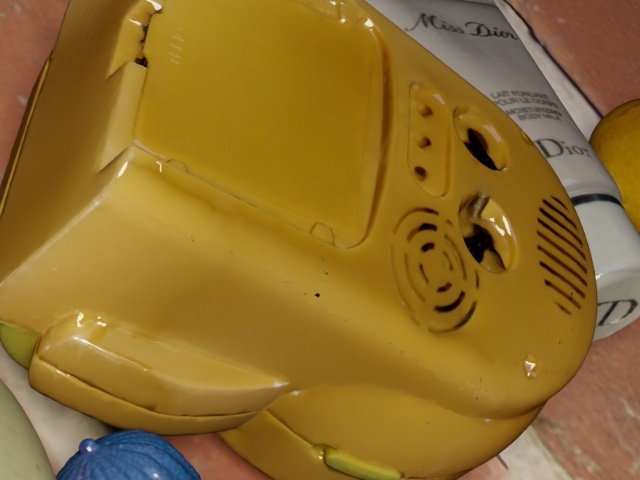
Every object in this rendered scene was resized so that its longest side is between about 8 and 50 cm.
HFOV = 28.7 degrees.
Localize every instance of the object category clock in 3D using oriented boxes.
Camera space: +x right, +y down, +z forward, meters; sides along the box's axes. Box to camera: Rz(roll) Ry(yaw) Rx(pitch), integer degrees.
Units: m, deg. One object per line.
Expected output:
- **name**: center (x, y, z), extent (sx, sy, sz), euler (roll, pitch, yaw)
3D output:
- **clock**: center (0.000, 0.000, 0.654), extent (0.317, 0.200, 0.244), euler (26, 51, -22)

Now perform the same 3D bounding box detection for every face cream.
- **face cream**: center (0.120, -0.073, 0.845), extent (0.143, 0.089, 0.314), euler (-1, 48, -31)

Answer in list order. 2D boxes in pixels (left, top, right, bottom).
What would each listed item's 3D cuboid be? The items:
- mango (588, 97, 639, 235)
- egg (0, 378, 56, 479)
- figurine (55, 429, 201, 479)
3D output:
- **mango**: center (0.271, -0.002, 0.856), extent (0.227, 0.109, 0.147), euler (50, 24, 10)
- **egg**: center (-0.182, 0.135, 0.440), extent (0.188, 0.188, 0.254), euler (22, 45, -16)
- **figurine**: center (-0.061, 0.152, 0.575), extent (0.149, 0.087, 0.086), euler (33, 30, -11)
